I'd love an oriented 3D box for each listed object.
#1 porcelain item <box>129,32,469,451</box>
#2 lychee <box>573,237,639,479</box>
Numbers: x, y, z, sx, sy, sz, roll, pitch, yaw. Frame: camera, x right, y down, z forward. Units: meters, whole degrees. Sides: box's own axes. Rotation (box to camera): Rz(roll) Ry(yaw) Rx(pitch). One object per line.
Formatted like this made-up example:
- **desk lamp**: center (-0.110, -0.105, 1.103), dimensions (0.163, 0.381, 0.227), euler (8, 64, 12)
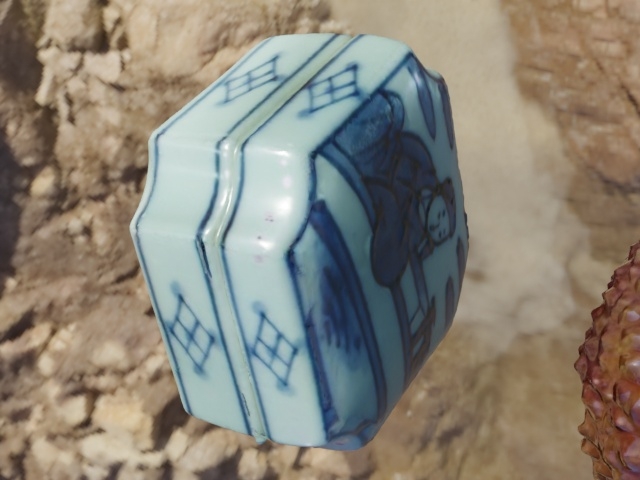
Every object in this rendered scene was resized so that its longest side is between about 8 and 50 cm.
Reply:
- **porcelain item**: center (0.000, 0.000, 0.980), dimensions (0.157, 0.286, 0.281), euler (10, 126, 29)
- **lychee**: center (0.224, 0.070, 0.612), dimensions (0.188, 0.188, 0.188), euler (9, 126, 12)
